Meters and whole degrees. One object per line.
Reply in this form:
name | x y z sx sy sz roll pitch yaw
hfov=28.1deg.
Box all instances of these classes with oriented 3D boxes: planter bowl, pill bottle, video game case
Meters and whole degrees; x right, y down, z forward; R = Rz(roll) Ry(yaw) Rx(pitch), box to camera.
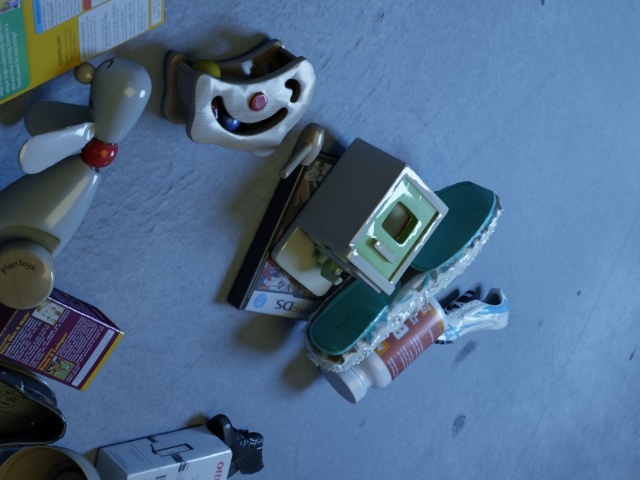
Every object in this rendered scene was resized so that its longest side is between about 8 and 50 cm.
planter bowl | -0.380 0.372 1.853 0.162 0.162 0.109 -60 166 5
pill bottle | 0.106 0.175 2.199 0.216 0.121 0.121 -41 137 -17
video game case | 0.000 0.000 2.052 0.248 0.035 0.275 14 105 -47

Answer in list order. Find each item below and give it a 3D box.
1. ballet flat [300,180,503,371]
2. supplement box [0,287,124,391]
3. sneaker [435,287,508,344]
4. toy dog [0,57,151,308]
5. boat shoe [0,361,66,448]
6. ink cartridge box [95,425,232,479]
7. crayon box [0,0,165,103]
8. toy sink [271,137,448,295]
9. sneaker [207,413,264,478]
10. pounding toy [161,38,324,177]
ballet flat | 0.132 0.064 2.109 0.409 0.147 0.147 -41 137 -9
supplement box | -0.374 0.120 1.737 0.104 0.081 0.188 -56 139 0
sneaker | 0.248 0.141 2.356 0.237 0.085 0.086 -12 97 -34
toy dog | -0.349 -0.089 1.574 0.161 0.220 0.334 26 88 -17
boat shoe | -0.472 0.213 1.677 0.340 0.113 0.127 31 92 -49
ink cartridge box | -0.254 0.389 2.018 0.203 0.086 0.148 -6 119 -42
crayon box | -0.325 -0.272 1.426 0.323 0.083 0.203 -33 155 -27
toy sink | 0.064 -0.010 1.981 0.234 0.131 0.153 -53 138 -5
sneaker | -0.135 0.335 2.128 0.089 0.051 0.170 -27 136 -29
pounding toy | -0.075 -0.188 1.770 0.269 0.155 0.154 8 114 -46
